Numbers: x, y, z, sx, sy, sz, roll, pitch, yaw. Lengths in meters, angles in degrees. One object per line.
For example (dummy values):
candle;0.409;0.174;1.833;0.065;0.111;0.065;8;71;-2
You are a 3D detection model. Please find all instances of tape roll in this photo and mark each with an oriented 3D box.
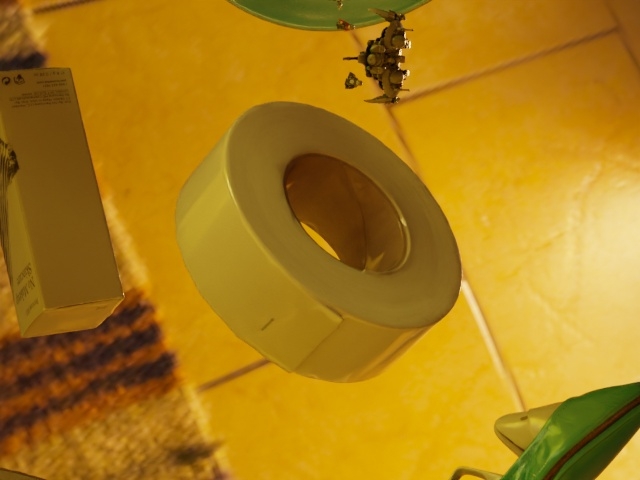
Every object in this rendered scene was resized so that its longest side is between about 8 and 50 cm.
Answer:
tape roll;0.000;0.000;1.514;0.286;0.100;0.286;26;39;-23

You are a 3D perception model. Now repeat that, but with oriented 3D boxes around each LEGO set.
LEGO set;0.030;-0.097;0.744;0.083;0.023;0.054;45;61;-54

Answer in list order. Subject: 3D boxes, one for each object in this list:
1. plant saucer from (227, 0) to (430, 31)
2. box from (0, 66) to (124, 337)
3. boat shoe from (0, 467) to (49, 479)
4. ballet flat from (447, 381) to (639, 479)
plant saucer;0.021;-0.290;0.964;0.043;0.317;0.317;-4;74;-57
box;-0.299;-0.042;1.663;0.094;0.113;0.275;-7;72;-27
boat shoe;-0.259;0.194;0.917;0.285;0.104;0.089;7;49;-26
ballet flat;0.147;0.181;1.151;0.087;0.083;0.247;38;80;26
